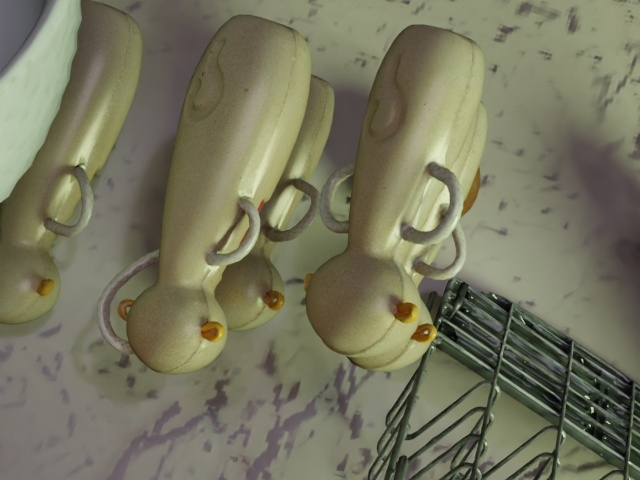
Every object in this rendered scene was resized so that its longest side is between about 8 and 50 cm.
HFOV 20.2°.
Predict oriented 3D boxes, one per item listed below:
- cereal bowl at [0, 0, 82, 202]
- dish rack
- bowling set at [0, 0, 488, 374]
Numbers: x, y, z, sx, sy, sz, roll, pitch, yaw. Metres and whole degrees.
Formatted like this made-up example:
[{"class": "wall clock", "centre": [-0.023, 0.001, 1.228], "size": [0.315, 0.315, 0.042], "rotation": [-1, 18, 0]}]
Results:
[{"class": "cereal bowl", "centre": [-0.264, -0.078, 0.734], "size": [0.339, 0.141, 0.339], "rotation": [3, 48, -3]}, {"class": "dish rack", "centre": [0.099, 0.135, 0.784], "size": [0.208, 0.271, 0.074], "rotation": [35, 120, -6]}, {"class": "bowling set", "centre": [0.000, 0.000, 0.796], "size": [0.200, 0.287, 0.154], "rotation": [21, 83, -41]}]
